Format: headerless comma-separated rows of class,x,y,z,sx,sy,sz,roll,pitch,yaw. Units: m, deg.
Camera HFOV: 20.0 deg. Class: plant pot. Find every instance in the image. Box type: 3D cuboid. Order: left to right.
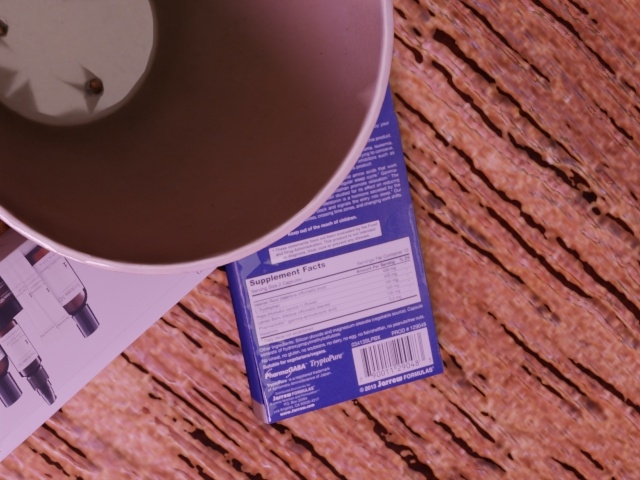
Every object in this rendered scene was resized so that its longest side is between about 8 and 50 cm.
plant pot,-0.125,-0.125,1.062,0.256,0.274,0.256,-2,98,-19

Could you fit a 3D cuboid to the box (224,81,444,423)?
box,0.000,0.000,1.252,0.136,0.036,0.225,-14,104,-16

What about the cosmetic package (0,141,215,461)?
cosmetic package,-0.161,0.033,1.139,0.239,0.060,0.099,-44,113,-36
